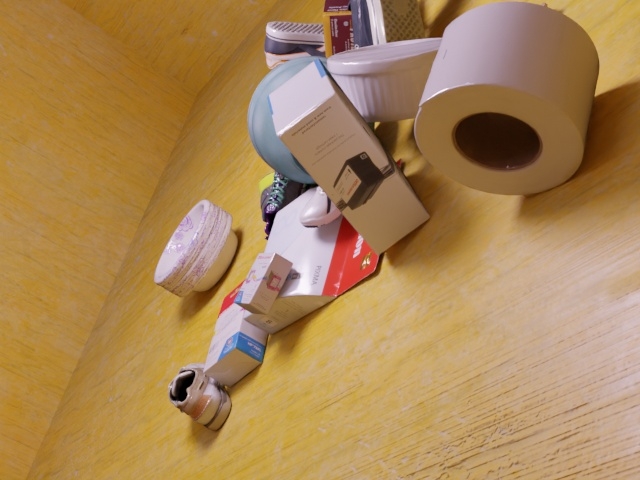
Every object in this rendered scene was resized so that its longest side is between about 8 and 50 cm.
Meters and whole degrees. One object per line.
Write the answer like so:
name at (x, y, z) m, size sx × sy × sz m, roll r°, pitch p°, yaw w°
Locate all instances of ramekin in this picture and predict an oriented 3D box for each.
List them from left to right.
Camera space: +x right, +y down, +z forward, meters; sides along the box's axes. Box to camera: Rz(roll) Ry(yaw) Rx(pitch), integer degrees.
ramekin at (0.153, -0.325, 1.702) m, size 0.273 × 0.127 × 0.273 m, roll -8°, pitch 19°, yaw 3°

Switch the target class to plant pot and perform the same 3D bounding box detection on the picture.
plant pot at (-0.003, -0.247, 1.878) m, size 0.293 × 0.293 × 0.196 m, roll -53°, pitch 25°, yaw 11°

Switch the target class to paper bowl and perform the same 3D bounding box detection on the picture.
paper bowl at (-0.348, 0.035, 2.437) m, size 0.284 × 0.148 × 0.284 m, roll -46°, pitch 24°, yaw 28°

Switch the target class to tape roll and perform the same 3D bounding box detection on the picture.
tape roll at (0.276, -0.205, 1.244) m, size 0.246 × 0.246 × 0.169 m, roll -28°, pitch 35°, yaw 53°

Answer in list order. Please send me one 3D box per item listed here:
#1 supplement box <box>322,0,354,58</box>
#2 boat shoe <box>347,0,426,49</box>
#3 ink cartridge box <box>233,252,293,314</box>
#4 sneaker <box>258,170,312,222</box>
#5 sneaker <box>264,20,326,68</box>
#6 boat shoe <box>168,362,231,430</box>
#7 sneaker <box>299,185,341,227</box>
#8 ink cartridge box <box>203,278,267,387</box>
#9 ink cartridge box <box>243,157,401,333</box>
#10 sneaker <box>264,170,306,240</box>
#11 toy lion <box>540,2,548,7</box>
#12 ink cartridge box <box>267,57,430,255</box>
supplement box at (0.109, -0.563, 2.161) m, size 0.194 × 0.192 × 0.129 m, roll -84°, pitch -9°, yaw -51°
boat shoe at (0.138, -0.581, 1.951) m, size 0.156 × 0.187 × 0.499 m, roll -14°, pitch 81°, yaw 58°
ink cartridge box at (-0.118, 0.088, 1.744) m, size 0.088 × 0.052 × 0.122 m, roll -5°, pitch 55°, yaw 62°
sneaker at (-0.057, -0.138, 2.129) m, size 0.300 × 0.111 × 0.121 m, roll -38°, pitch 42°, yaw 47°
sneaker at (-0.004, -0.526, 2.324) m, size 0.126 × 0.321 × 0.127 m, roll -119°, pitch 34°, yaw -52°
boat shoe at (-0.289, 0.336, 1.932) m, size 0.113 × 0.103 × 0.302 m, roll -59°, pitch 20°, yaw -6°
sneaker at (0.016, -0.146, 1.740) m, size 0.235 × 0.153 × 0.094 m, roll -39°, pitch 29°, yaw 9°
ink cartridge box at (-0.180, 0.201, 1.917) m, size 0.134 × 0.078 × 0.231 m, roll -40°, pitch 26°, yaw 37°
ink cartridge box at (0.000, 0.000, 1.788) m, size 0.385 × 0.091 × 0.308 m, roll -36°, pitch 30°, yaw 47°
sneaker at (-0.091, -0.109, 2.031) m, size 0.098 × 0.083 × 0.223 m, roll -27°, pitch -55°, yaw -59°
toy lion at (0.387, -0.395, 1.576) m, size 0.100 × 0.034 × 0.096 m, roll -54°, pitch 13°, yaw 9°
ink cartridge box at (0.049, -0.156, 1.558) m, size 0.129 × 0.307 × 0.223 m, roll -36°, pitch 27°, yaw 9°
